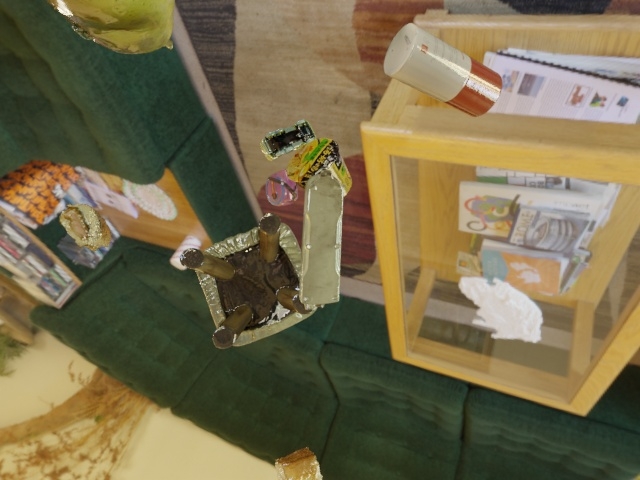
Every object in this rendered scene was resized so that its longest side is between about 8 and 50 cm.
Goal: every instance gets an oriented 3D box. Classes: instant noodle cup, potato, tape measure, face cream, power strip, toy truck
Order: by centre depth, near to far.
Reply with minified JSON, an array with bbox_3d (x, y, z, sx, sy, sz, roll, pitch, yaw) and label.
[{"bbox_3d":[-0.282,-0.332,0.593,0.169,0.143,0.248,13,-171,-4],"label":"potato"},{"bbox_3d":[0.234,-0.317,0.865,0.214,0.095,0.096,16,153,-25],"label":"face cream"},{"bbox_3d":[0.001,0.000,0.902,0.080,0.048,0.286,-2,109,-13],"label":"power strip"},{"bbox_3d":[0.004,-0.171,1.180,0.151,0.151,0.122,0,143,35],"label":"instant noodle cup"},{"bbox_3d":[-0.126,-0.175,1.540,0.125,0.074,0.118,-6,92,47],"label":"tape measure"},{"bbox_3d":[-0.119,-0.333,1.557,0.116,0.191,0.085,-22,97,59],"label":"toy truck"}]

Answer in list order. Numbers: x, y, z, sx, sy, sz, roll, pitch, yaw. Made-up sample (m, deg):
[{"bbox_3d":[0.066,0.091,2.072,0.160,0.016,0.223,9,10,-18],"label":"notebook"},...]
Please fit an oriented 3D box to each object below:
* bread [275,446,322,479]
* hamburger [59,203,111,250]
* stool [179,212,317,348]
[{"bbox_3d":[-0.038,0.420,0.807,0.070,0.083,0.077,-10,166,-22],"label":"bread"},{"bbox_3d":[-0.586,-0.029,1.178,0.176,0.087,0.102,32,170,30],"label":"hamburger"},{"bbox_3d":[-0.177,0.110,1.233,0.226,0.310,0.310,119,127,-81],"label":"stool"}]
